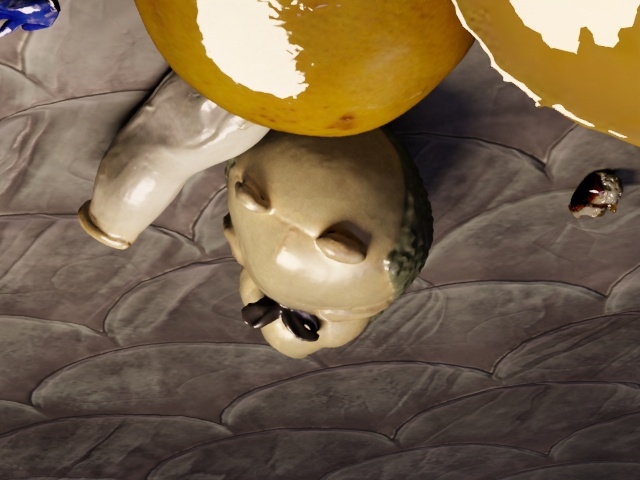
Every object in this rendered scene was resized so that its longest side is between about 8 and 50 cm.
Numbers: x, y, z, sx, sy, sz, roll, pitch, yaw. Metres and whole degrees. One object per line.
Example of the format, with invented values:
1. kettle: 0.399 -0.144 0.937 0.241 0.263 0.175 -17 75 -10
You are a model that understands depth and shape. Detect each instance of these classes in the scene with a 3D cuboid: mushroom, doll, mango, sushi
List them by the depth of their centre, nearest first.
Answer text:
1. mango: -0.023 -0.257 1.372 0.300 0.232 0.446 -6 146 16
2. mushroom: -0.143 -0.106 1.805 0.097 0.109 0.351 -20 167 -48
3. doll: 0.000 0.000 1.921 0.247 0.247 0.349 -5 165 -1
4. sushi: 0.324 -0.049 2.085 0.046 0.044 0.083 2 152 -16

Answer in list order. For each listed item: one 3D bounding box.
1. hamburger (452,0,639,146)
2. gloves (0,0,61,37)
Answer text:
1. hamburger: 0.283 -0.272 1.260 0.395 0.277 0.396 19 142 15
2. gloves: -0.285 -0.212 1.646 0.086 0.026 0.064 -9 157 8
